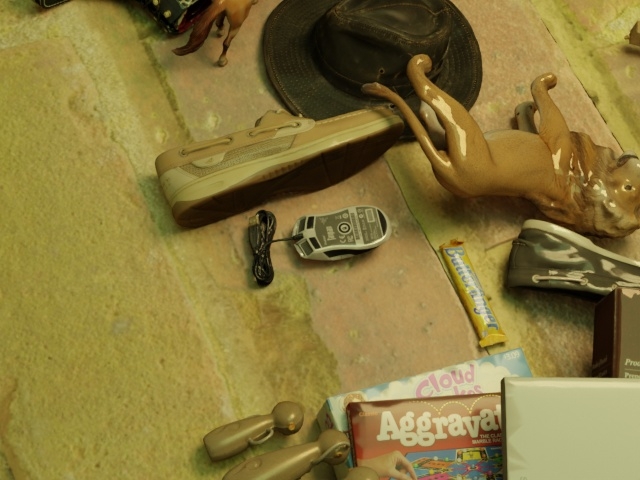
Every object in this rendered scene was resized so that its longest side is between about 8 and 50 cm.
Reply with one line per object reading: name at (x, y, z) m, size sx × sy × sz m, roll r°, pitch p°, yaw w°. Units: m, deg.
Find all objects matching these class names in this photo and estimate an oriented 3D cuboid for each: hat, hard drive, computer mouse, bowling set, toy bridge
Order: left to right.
bowling set at (-0.018, 0.317, 1.337) m, size 0.154 × 0.287 × 0.199 m, roll -21°, pitch 112°, yaw -10°
computer mouse at (0.000, 0.000, 1.546) m, size 0.193 × 0.042 × 0.106 m, roll -7°, pitch 61°, yaw -6°
hat at (0.087, -0.295, 1.650) m, size 0.332 × 0.134 × 0.331 m, roll 4°, pitch 65°, yaw -8°
hard drive at (0.361, 0.257, 1.293) m, size 0.308 × 0.040 × 0.203 m, roll 0°, pitch 76°, yaw 1°
toy bridge at (0.554, -0.292, 1.761) m, size 0.188 × 0.063 × 0.026 m, roll 11°, pitch 63°, yaw -5°

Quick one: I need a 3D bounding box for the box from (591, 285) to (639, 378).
box at (0.425, 0.257, 1.382) m, size 0.191 × 0.143 × 0.381 m, roll 6°, pitch 78°, yaw 2°

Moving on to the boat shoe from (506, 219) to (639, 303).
boat shoe at (0.411, 0.074, 1.545) m, size 0.335 × 0.112 × 0.095 m, roll 21°, pitch 79°, yaw 7°

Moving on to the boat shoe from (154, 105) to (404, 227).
boat shoe at (-0.052, -0.127, 1.552) m, size 0.341 × 0.121 × 0.110 m, roll -19°, pitch 70°, yaw -16°

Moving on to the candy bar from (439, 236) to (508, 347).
candy bar at (0.204, 0.069, 1.556) m, size 0.040 × 0.018 × 0.161 m, roll -15°, pitch 68°, yaw -16°

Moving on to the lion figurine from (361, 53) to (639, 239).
lion figurine at (0.254, -0.111, 1.559) m, size 0.392 × 0.142 × 0.240 m, roll -1°, pitch 63°, yaw -22°

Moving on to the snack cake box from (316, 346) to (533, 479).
snack cake box at (0.146, 0.242, 1.423) m, size 0.264 × 0.089 × 0.152 m, roll -13°, pitch 68°, yaw -15°

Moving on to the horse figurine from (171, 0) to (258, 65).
horse figurine at (-0.104, -0.357, 1.625) m, size 0.066 × 0.174 × 0.263 m, roll 35°, pitch 65°, yaw 8°

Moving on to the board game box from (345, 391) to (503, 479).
board game box at (0.177, 0.253, 1.358) m, size 0.281 × 0.027 × 0.145 m, roll -3°, pitch 65°, yaw -11°

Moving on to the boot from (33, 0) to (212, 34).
boot at (-0.276, -0.362, 1.651) m, size 0.236 × 0.085 × 0.178 m, roll -36°, pitch 77°, yaw -23°
